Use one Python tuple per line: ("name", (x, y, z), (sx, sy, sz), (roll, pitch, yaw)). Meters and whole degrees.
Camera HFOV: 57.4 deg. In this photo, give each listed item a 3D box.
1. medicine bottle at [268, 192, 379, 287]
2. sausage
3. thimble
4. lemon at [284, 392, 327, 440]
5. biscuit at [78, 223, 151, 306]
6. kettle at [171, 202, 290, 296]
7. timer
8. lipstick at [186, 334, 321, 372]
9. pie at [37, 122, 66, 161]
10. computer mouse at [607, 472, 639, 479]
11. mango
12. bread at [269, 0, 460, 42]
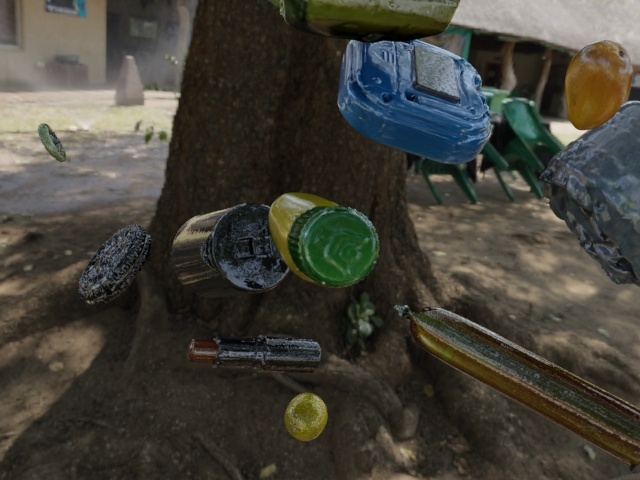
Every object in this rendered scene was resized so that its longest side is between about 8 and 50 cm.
("medicine bottle", (0.000, 0.000, 0.448), (0.095, 0.064, 0.260), (47, -4, -4))
("sausage", (0.265, 0.182, 0.799), (0.371, 0.082, 0.082), (28, 21, 13))
("thimble", (0.434, -0.056, 0.805), (0.236, 0.172, 0.205), (48, 10, -15))
("lemon", (-0.036, 0.446, 1.485), (0.109, 0.109, 0.133), (13, 36, 23))
("biscuit", (-0.419, 0.049, 1.192), (0.053, 0.194, 0.194), (45, -7, -32))
("kettle", (-0.162, 0.035, 1.269), (0.262, 0.203, 0.308), (24, -14, -23))
("timer", (0.193, -0.306, 1.196), (0.308, 0.115, 0.340), (17, 43, -10))
("lipstick", (-0.141, 0.246, 1.275), (0.299, 0.081, 0.081), (9, 13, -24))
("pie", (-0.533, -0.196, 1.167), (0.021, 0.084, 0.084), (-25, 19, -2))
("computer mouse", (0.563, 0.400, 0.898), (0.146, 0.088, 0.264), (-7, -22, -17))
("mango", (0.261, -0.145, 0.555), (0.046, 0.089, 0.060), (-26, 52, -26))
("bread", (0.071, -0.479, 1.002), (0.376, 0.251, 0.208), (-5, 31, -22))
